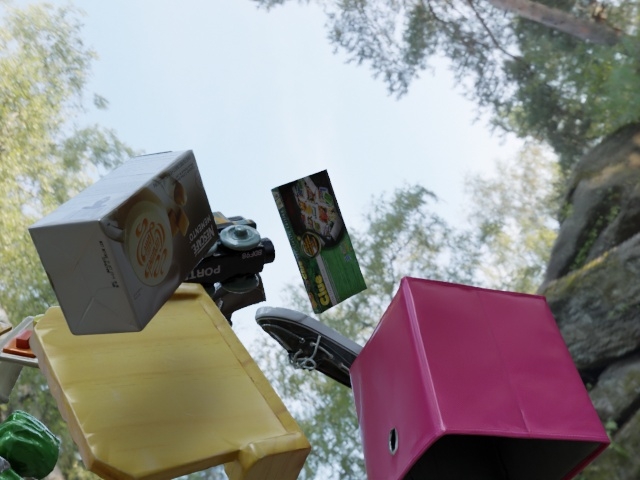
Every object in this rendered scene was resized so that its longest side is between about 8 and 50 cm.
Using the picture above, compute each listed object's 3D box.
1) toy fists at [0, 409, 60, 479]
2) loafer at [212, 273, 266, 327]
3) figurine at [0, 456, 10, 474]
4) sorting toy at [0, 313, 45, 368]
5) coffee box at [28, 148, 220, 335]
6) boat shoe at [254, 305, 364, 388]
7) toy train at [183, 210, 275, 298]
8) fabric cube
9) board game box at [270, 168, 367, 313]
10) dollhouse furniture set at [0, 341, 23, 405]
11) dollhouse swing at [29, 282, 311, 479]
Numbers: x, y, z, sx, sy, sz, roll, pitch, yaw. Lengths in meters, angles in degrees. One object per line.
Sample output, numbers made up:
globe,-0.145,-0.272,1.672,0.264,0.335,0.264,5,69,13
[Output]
toy fists,-0.630,0.475,1.384,0.096,0.279,0.142,-22,-55,9
loafer,-0.278,0.199,1.700,0.366,0.134,0.130,-36,-85,-19
figurine,-0.667,0.410,1.181,0.092,0.215,0.209,-26,-69,30
sorting toy,-0.522,0.191,1.323,0.347,0.196,0.047,10,-74,0
coffee box,-0.229,-0.008,0.845,0.098,0.246,0.141,-6,-67,17
boat shoe,-0.022,0.255,1.561,0.306,0.113,0.105,31,-124,-18
toy train,-0.255,0.025,1.260,0.333,0.190,0.142,-13,-55,-29
fabric cube,0.211,0.242,1.012,0.259,0.258,0.254,8,-46,-16
board game box,0.000,0.000,1.340,0.136,0.030,0.260,-24,-82,-41
dollhouse furniture set,-0.748,0.255,1.436,0.128,0.129,0.184,-19,-52,21
dollhouse swing,-0.244,0.271,1.009,0.305,0.347,0.315,-14,-41,-36
